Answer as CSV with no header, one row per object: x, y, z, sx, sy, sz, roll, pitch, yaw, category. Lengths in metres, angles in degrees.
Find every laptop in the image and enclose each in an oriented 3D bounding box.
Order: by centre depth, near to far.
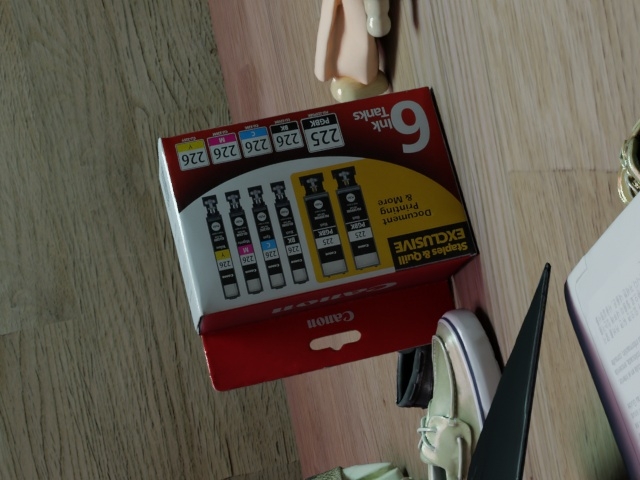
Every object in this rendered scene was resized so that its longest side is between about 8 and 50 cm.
0.198,0.304,0.781,0.408,0.236,0.382,43,157,22,laptop

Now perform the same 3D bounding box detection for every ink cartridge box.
0.000,0.000,1.258,0.130,0.309,0.272,117,139,-74,ink cartridge box

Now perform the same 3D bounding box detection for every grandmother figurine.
0.036,-0.314,1.301,0.342,0.104,0.208,86,158,-50,grandmother figurine

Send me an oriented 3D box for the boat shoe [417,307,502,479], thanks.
0.158,0.228,1.265,0.109,0.094,0.302,-144,43,-75,boat shoe

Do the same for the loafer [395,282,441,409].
0.118,0.114,1.392,0.076,0.078,0.223,-122,22,-61,loafer

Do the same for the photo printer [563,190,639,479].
0.250,0.114,0.606,0.256,0.107,0.307,102,154,-68,photo printer

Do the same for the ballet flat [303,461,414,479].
0.071,0.421,1.718,0.164,0.182,0.483,52,176,-1,ballet flat

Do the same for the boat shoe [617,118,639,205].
0.219,-0.060,0.734,0.153,0.048,0.056,110,146,-71,boat shoe
